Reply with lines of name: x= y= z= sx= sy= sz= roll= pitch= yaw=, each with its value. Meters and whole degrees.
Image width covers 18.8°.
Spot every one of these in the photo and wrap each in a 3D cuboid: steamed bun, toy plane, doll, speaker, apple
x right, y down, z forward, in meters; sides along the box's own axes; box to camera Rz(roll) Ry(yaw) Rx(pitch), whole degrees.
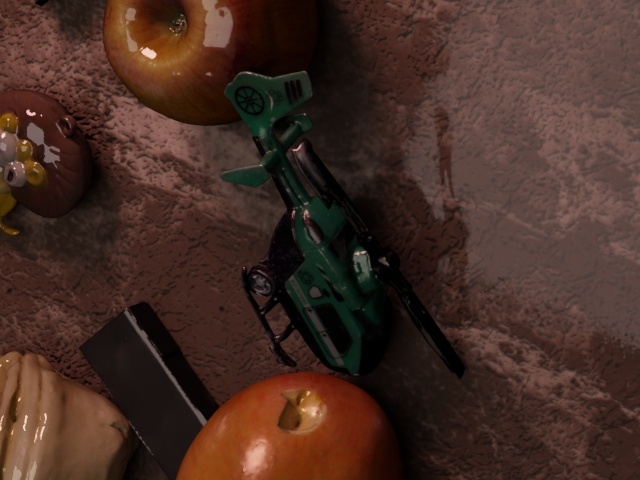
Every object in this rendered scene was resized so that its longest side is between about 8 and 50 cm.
steamed bun: x=-0.360 y=0.261 z=2.053 sx=0.289 sy=0.203 sz=0.276 roll=12 pitch=102 yaw=20
toy plane: x=0.000 y=0.000 z=1.856 sx=0.155 sy=0.106 sz=0.381 roll=-8 pitch=120 yaw=36
doll: x=-0.314 y=-0.072 z=2.045 sx=0.145 sy=0.096 sz=0.188 roll=41 pitch=122 yaw=20
speaker: x=-0.158 y=0.176 z=2.040 sx=0.082 sy=0.044 sz=0.218 roll=-39 pitch=82 yaw=23
apple: x=-0.107 y=-0.216 z=1.879 sx=0.211 sy=0.188 sz=0.211 roll=2 pitch=96 yaw=25
apple: x=-0.023 y=0.253 z=1.878 sx=0.242 sy=0.241 sz=0.242 roll=0 pitch=102 yaw=-1

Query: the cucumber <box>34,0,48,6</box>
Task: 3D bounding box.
cucumber: x=-0.231 y=-0.335 z=1.989 sx=0.211 sy=0.062 sz=0.078 roll=-47 pitch=57 yaw=29
